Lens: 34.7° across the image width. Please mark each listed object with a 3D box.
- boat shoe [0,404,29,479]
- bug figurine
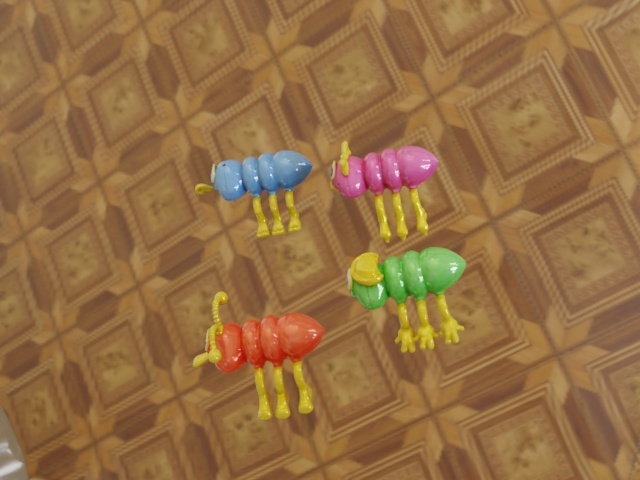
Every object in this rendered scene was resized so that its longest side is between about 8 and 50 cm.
[{"bbox_3d":[-0.244,0.036,0.438,0.307,0.104,0.111,33,127,37],"label":"boat shoe"},{"bbox_3d":[0.000,0.000,0.819,0.216,0.072,0.279,-12,44,6],"label":"bug figurine"}]
